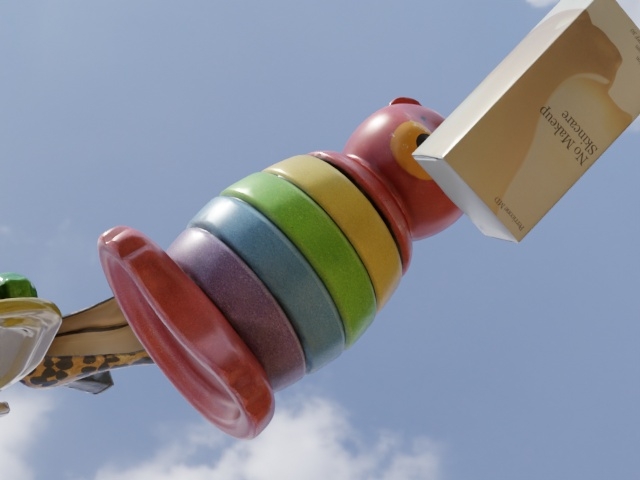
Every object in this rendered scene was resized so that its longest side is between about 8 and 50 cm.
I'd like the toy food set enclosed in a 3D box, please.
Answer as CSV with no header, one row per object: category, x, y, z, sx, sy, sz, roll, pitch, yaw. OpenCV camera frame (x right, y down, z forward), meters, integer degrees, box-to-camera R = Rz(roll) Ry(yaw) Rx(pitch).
toy food set,-0.228,0.055,0.693,0.128,0.218,0.071,-16,-107,-30

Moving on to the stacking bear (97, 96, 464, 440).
stacking bear,0.000,0.000,0.924,0.289,0.164,0.175,-38,-102,-19

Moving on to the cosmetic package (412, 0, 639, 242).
cosmetic package,0.107,-0.060,0.581,0.060,0.041,0.115,45,-98,-16

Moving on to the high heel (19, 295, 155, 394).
high heel,-0.225,0.086,1.367,0.093,0.261,0.186,58,-166,27
